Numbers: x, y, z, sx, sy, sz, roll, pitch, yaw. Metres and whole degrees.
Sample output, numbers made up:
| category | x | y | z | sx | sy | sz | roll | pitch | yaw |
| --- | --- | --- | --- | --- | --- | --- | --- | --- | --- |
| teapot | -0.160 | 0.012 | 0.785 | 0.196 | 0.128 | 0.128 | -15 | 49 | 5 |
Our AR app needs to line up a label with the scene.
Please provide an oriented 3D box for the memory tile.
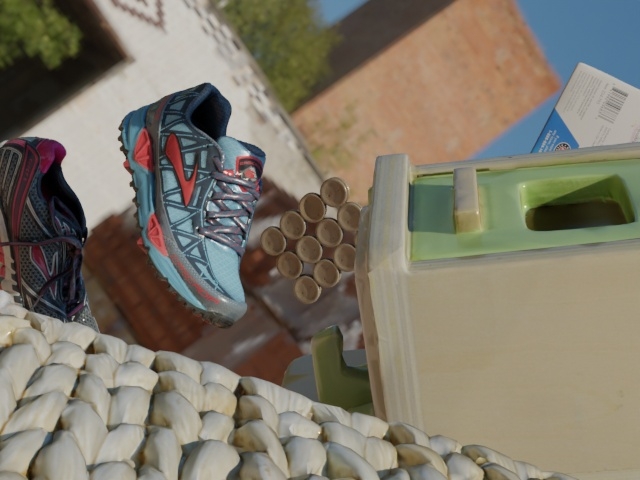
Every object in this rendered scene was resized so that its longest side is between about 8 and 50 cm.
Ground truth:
| category | x | y | z | sx | sy | sz | roll | pitch | yaw |
| --- | --- | --- | --- | --- | --- | --- | --- | --- | --- |
| memory tile | 0.000 | 0.000 | 1.661 | 0.113 | 0.148 | 0.012 | 54 | 29 | 4 |

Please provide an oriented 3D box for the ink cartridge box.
| category | x | y | z | sx | sy | sz | roll | pitch | yaw |
| --- | --- | --- | --- | --- | --- | --- | --- | --- | --- |
| ink cartridge box | 0.366 | -0.091 | 1.530 | 0.231 | 0.134 | 0.078 | 28 | -1 | 9 |

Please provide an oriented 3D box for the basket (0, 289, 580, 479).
| category | x | y | z | sx | sy | sz | roll | pitch | yaw |
| --- | --- | --- | --- | --- | --- | --- | --- | --- | --- |
| basket | -0.065 | 0.214 | 0.336 | 0.266 | 0.328 | 0.331 | 16 | 9 | -6 |

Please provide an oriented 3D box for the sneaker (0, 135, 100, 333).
| category | x | y | z | sx | sy | sz | roll | pitch | yaw |
| --- | --- | --- | --- | --- | --- | --- | --- | --- | --- |
| sneaker | -0.319 | 0.025 | 1.579 | 0.121 | 0.112 | 0.299 | -59 | 133 | -66 |

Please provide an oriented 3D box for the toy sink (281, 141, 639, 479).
| category | x | y | z | sx | sy | sz | roll | pitch | yaw |
| --- | --- | --- | --- | --- | --- | --- | --- | --- | --- |
| toy sink | 0.084 | 0.035 | 0.657 | 0.153 | 0.234 | 0.131 | -76 | 159 | -68 |

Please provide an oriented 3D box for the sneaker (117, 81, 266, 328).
| category | x | y | z | sx | sy | sz | roll | pitch | yaw |
| --- | --- | --- | --- | --- | --- | --- | --- | --- | --- |
| sneaker | -0.108 | -0.045 | 1.253 | 0.104 | 0.125 | 0.262 | 34 | 31 | -56 |
